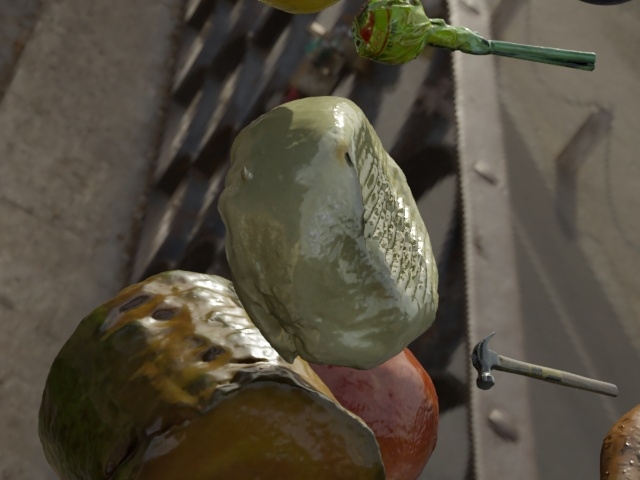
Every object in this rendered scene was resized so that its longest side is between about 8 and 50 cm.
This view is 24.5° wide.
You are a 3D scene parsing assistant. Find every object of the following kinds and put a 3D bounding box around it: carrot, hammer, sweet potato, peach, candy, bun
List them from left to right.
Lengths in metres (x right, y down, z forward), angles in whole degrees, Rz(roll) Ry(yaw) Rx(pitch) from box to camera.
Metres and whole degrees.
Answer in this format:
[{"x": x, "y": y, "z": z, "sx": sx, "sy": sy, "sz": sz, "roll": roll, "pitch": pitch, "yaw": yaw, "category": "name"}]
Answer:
[{"x": -0.118, "y": 0.160, "z": 1.307, "sx": 0.241, "sy": 0.241, "sz": 0.341, "roll": 12, "pitch": 14, "yaw": -35, "category": "carrot"}, {"x": -0.043, "y": 0.211, "z": 1.716, "sx": 0.372, "sy": 0.372, "sz": 0.290, "roll": 11, "pitch": 74, "yaw": -36, "category": "peach"}, {"x": 0.000, "y": 0.000, "z": 1.162, "sx": 0.229, "sy": 0.145, "sz": 0.229, "roll": 59, "pitch": 17, "yaw": -29, "category": "bun"}, {"x": 0.161, "y": -0.208, "z": 1.543, "sx": 0.262, "sy": 0.073, "sz": 0.077, "roll": 8, "pitch": 6, "yaw": -6, "category": "candy"}, {"x": 0.227, "y": 0.133, "z": 1.479, "sx": 0.182, "sy": 0.017, "sz": 0.062, "roll": 14, "pitch": 51, "yaw": -29, "category": "hammer"}, {"x": 0.182, "y": 0.102, "z": 0.796, "sx": 0.044, "sy": 0.044, "sz": 0.179, "roll": 38, "pitch": 34, "yaw": 6, "category": "sweet potato"}]

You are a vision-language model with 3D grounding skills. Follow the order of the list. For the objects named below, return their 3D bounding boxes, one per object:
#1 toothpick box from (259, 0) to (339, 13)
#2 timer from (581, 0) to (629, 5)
[{"x": -0.088, "y": -0.297, "z": 1.151, "sx": 0.271, "sy": 0.175, "sz": 0.175, "roll": 16, "pitch": 34, "yaw": -36, "category": "toothpick box"}, {"x": 0.392, "y": -0.366, "z": 1.346, "sx": 0.383, "sy": 0.270, "sz": 0.270, "roll": -10, "pitch": 48, "yaw": -24, "category": "timer"}]
